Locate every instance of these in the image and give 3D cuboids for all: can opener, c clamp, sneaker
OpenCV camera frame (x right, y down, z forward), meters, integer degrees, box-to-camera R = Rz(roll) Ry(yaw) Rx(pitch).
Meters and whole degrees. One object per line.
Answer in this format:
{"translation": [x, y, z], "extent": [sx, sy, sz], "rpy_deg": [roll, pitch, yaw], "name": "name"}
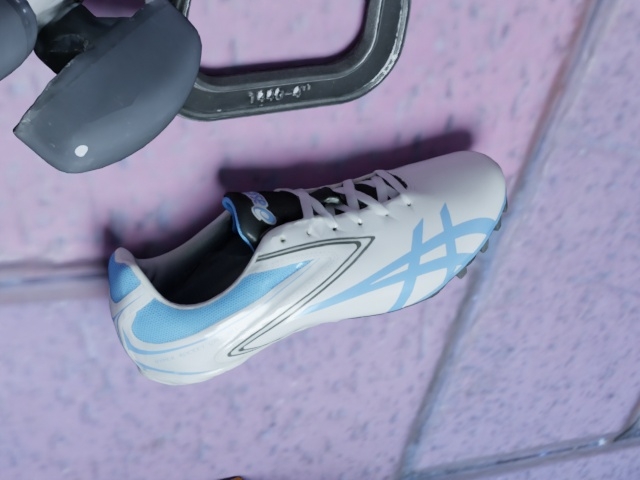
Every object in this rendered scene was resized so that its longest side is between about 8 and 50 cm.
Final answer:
{"translation": [-0.110, -0.040, 0.312], "extent": [0.095, 0.283, 0.076], "rpy_deg": [43, 123, -12], "name": "can opener"}
{"translation": [-0.008, -0.120, 0.467], "extent": [0.160, 0.022, 0.137], "rpy_deg": [-16, 138, -20], "name": "c clamp"}
{"translation": [0.000, 0.000, 0.527], "extent": [0.237, 0.085, 0.086], "rpy_deg": [-24, 127, -15], "name": "sneaker"}

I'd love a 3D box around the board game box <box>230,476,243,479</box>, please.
{"translation": [-0.112, 0.442, 0.577], "extent": [0.356, 0.356, 0.357], "rpy_deg": [-18, 136, -41], "name": "board game box"}
